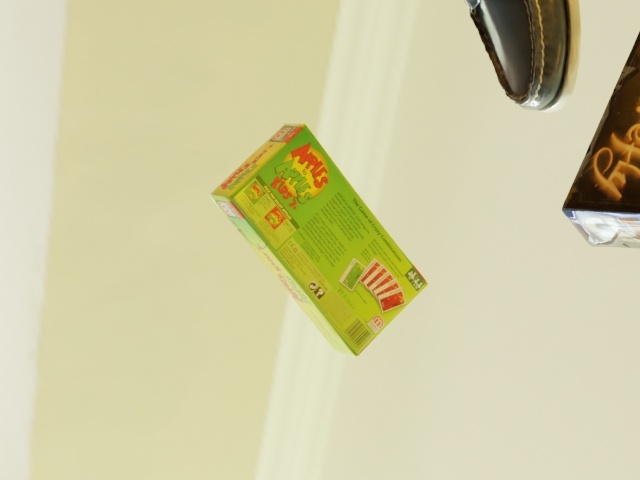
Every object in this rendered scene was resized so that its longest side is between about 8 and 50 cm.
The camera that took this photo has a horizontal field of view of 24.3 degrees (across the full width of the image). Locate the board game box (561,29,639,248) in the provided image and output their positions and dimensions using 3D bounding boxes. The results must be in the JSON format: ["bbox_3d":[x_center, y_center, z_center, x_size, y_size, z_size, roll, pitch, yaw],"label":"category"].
[{"bbox_3d":[0.259,-0.104,0.863,0.165,0.042,0.243,4,-120,45],"label":"board game box"}]

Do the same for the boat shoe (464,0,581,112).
[{"bbox_3d":[0.115,-0.210,1.031,0.095,0.079,0.254,-12,-93,57],"label":"boat shoe"}]

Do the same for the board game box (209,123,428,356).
[{"bbox_3d":[0.000,0.000,1.248,0.181,0.092,0.043,52,-18,-20],"label":"board game box"}]
